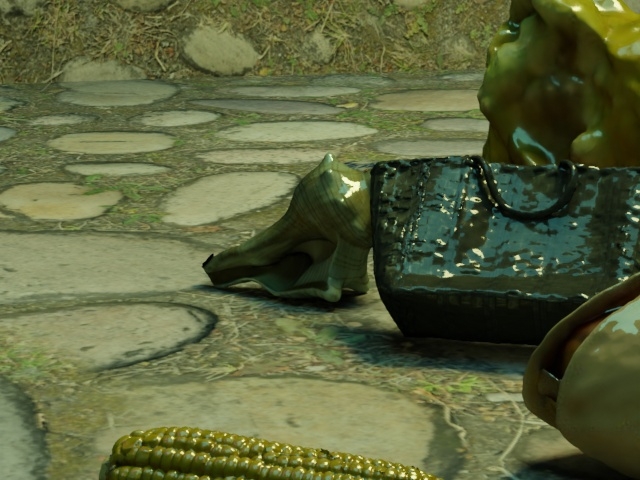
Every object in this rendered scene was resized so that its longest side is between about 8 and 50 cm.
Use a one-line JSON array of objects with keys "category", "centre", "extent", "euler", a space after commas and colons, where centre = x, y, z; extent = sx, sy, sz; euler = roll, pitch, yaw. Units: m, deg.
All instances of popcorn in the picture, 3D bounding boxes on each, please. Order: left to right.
[{"category": "popcorn", "centre": [0.327, -0.116, 1.610], "extent": [0.334, 0.292, 0.293], "euler": [17, 7, 18]}]

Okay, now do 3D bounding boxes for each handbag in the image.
[{"category": "handbag", "centre": [0.163, 0.001, 1.375], "extent": [0.270, 0.175, 0.088], "euler": [3, -30, 15]}]

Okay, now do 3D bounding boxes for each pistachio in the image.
[{"category": "pistachio", "centre": [0.255, 0.086, 1.070], "extent": [0.230, 0.157, 0.157], "euler": [-15, 15, -8]}]

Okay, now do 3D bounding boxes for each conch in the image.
[{"category": "conch", "centre": [0.013, 0.003, 1.530], "extent": [0.114, 0.234, 0.137], "euler": [20, 29, -45]}]

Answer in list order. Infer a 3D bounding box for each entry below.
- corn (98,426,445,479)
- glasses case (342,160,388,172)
[{"category": "corn", "centre": [-0.025, 0.156, 0.926], "extent": [0.238, 0.080, 0.080], "euler": [5, 14, 22]}, {"category": "glasses case", "centre": [0.100, -0.039, 1.737], "extent": [0.065, 0.086, 0.248], "euler": [-25, 25, -32]}]
